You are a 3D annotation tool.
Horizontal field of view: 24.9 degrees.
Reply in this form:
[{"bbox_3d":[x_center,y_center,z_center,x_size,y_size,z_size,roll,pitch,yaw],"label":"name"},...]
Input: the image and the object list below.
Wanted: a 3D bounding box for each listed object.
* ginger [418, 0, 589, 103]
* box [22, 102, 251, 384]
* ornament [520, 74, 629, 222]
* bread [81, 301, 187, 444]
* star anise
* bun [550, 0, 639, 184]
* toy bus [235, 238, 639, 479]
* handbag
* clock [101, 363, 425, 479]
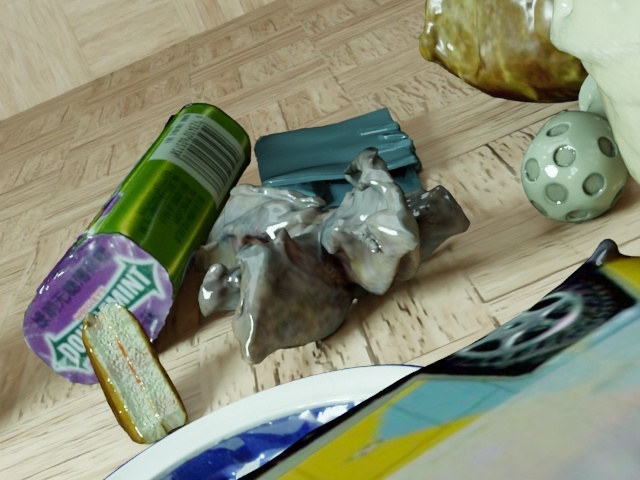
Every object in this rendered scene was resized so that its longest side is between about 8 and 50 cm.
[{"bbox_3d":[0.222,-0.193,1.235,0.274,0.153,0.357,4,7,1],"label":"ginger"},{"bbox_3d":[-0.143,-0.009,1.245,0.134,0.097,0.345,-49,8,21],"label":"box"},{"bbox_3d":[0.189,-0.066,1.032,0.081,0.075,0.156,-1,27,30],"label":"ornament"},{"bbox_3d":[-0.127,0.099,0.992,0.043,0.109,0.062,-24,-28,-16],"label":"bread"},{"bbox_3d":[0.001,0.000,1.026,0.198,0.111,0.257,-24,10,-1],"label":"star anise"},{"bbox_3d":[0.234,-0.162,0.757,0.210,0.360,0.360,-4,24,33],"label":"bun"},{"bbox_3d":[0.037,0.154,0.410,0.386,0.171,0.162,-31,28,-24],"label":"toy bus"},{"bbox_3d":[0.016,-0.068,1.329,0.144,0.057,0.221,-16,15,0],"label":"handbag"},{"bbox_3d":[-0.021,0.145,0.651,0.230,0.083,0.230,-24,14,6],"label":"clock"}]
